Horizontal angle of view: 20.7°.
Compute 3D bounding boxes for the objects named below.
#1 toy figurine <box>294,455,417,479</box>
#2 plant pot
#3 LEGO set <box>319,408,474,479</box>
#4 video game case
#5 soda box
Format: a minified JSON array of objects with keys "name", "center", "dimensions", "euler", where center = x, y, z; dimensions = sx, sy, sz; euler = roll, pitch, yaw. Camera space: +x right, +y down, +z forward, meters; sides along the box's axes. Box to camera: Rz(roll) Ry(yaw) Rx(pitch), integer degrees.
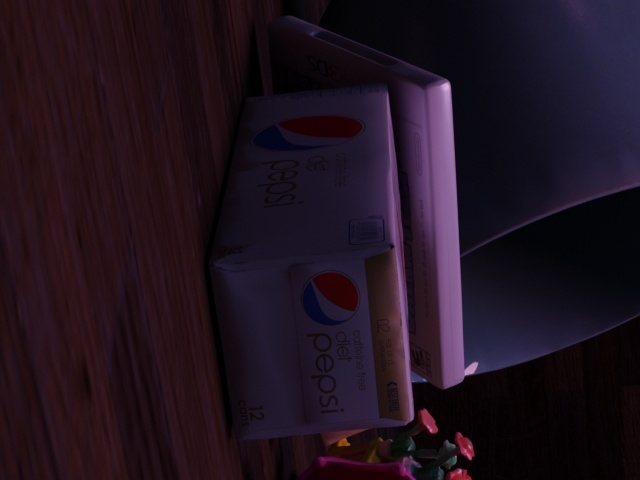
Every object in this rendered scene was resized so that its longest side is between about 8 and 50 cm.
[{"name":"toy figurine","center":[0.014,0.154,0.647],"dimensions":[0.173,0.130,0.159],"euler":[31,34,-55]},{"name":"plant pot","center":[0.120,-0.072,1.179],"dimensions":[0.293,0.293,0.235],"euler":[75,-5,-70]},{"name":"LEGO set","center":[0.063,0.170,0.772],"dimensions":[0.132,0.107,0.287],"euler":[24,54,-60]},{"name":"video game case","center":[0.021,-0.022,0.875],"dimensions":[0.143,0.019,0.157],"euler":[30,-48,52]},{"name":"soda box","center":[0.000,0.000,0.720],"dimensions":[0.216,0.069,0.074],"euler":[-85,169,-69]}]
